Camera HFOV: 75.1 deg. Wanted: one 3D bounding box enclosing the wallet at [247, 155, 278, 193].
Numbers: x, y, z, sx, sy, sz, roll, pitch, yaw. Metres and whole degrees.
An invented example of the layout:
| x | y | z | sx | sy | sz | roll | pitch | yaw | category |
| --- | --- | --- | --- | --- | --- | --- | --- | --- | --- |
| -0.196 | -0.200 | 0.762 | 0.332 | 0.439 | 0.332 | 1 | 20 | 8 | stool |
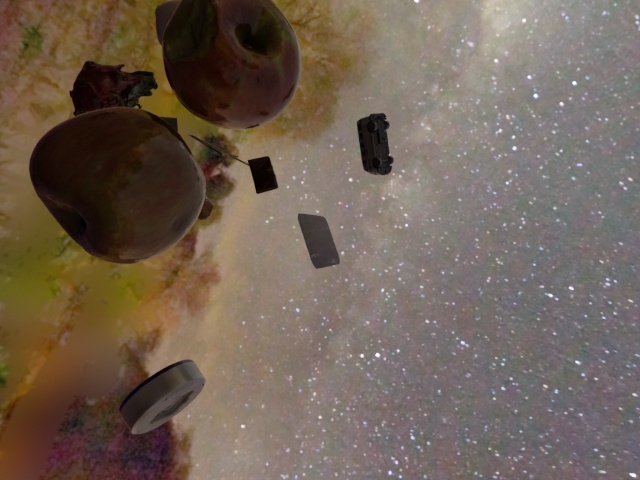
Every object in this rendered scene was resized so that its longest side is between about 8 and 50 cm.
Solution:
| x | y | z | sx | sy | sz | roll | pitch | yaw | category |
| --- | --- | --- | --- | --- | --- | --- | --- | --- | --- |
| -0.228 | -0.264 | 1.645 | 0.026 | 0.095 | 0.176 | 85 | -11 | -56 | wallet |

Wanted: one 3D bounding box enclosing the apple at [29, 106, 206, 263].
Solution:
| x | y | z | sx | sy | sz | roll | pitch | yaw | category |
| --- | --- | --- | --- | --- | --- | --- | --- | --- | --- |
| -0.322 | -0.098 | 0.707 | 0.264 | 0.264 | 0.265 | -49 | -151 | 40 | apple |

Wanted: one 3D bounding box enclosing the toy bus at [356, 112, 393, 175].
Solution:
| x | y | z | sx | sy | sz | roll | pitch | yaw | category |
| --- | --- | --- | --- | --- | --- | --- | --- | --- | --- |
| 0.173 | -0.305 | 1.338 | 0.088 | 0.087 | 0.194 | 1 | -75 | 45 | toy bus |

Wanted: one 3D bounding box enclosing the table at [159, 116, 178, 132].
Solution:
| x | y | z | sx | sy | sz | roll | pitch | yaw | category |
| --- | --- | --- | --- | --- | --- | --- | --- | --- | --- |
| -0.653 | -0.374 | 1.578 | 0.193 | 0.169 | 0.173 | 5 | -80 | 52 | table |

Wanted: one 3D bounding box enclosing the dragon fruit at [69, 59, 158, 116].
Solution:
| x | y | z | sx | sy | sz | roll | pitch | yaw | category |
| --- | --- | --- | --- | --- | --- | --- | --- | --- | --- |
| -0.688 | -0.485 | 1.395 | 0.198 | 0.268 | 0.201 | 154 | -67 | -69 | dragon fruit |

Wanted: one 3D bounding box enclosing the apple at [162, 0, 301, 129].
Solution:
| x | y | z | sx | sy | sz | roll | pitch | yaw | category |
| --- | --- | --- | --- | --- | --- | --- | --- | --- | --- |
| -0.221 | -0.442 | 1.038 | 0.340 | 0.339 | 0.340 | -49 | -151 | 40 | apple |

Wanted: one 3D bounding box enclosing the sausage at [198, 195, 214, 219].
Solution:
| x | y | z | sx | sy | sz | roll | pitch | yaw | category |
| --- | --- | --- | --- | --- | --- | --- | --- | --- | --- |
| -0.538 | -0.183 | 1.610 | 0.108 | 0.270 | 0.109 | -27 | -136 | 29 | sausage |

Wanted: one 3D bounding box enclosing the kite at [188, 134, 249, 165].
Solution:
| x | y | z | sx | sy | sz | roll | pitch | yaw | category |
| --- | --- | --- | --- | --- | --- | --- | --- | --- | --- |
| -0.455 | -0.418 | 1.962 | 0.014 | 0.368 | 0.406 | -63 | -174 | 8 | kite |

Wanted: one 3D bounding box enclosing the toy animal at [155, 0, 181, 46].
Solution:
| x | y | z | sx | sy | sz | roll | pitch | yaw | category |
| --- | --- | --- | --- | --- | --- | --- | --- | --- | --- |
| -0.498 | -0.776 | 1.571 | 0.266 | 0.212 | 0.213 | 31 | -79 | 29 | toy animal |

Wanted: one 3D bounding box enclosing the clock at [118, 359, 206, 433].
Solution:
| x | y | z | sx | sy | sz | roll | pitch | yaw | category |
| --- | --- | --- | --- | --- | --- | --- | --- | --- | --- |
| -0.439 | 0.441 | 1.175 | 0.083 | 0.230 | 0.230 | 48 | -55 | 17 | clock |

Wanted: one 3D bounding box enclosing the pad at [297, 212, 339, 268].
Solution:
| x | y | z | sx | sy | sz | roll | pitch | yaw | category |
| --- | --- | --- | --- | --- | --- | --- | --- | --- | --- |
| 0.000 | 0.000 | 1.352 | 0.004 | 0.267 | 0.181 | -21 | -96 | 20 | pad |
